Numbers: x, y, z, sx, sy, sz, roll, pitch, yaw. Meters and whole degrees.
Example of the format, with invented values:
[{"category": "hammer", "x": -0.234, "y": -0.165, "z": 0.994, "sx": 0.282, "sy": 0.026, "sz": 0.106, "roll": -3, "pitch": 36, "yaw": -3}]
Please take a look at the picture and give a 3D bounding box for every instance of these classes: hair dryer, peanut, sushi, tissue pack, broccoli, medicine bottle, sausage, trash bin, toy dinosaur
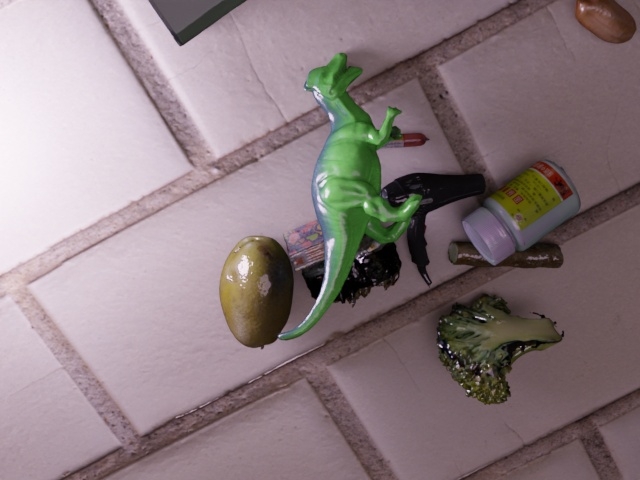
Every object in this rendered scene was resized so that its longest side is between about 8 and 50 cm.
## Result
[{"category": "hair dryer", "x": 0.246, "y": -0.025, "z": 1.781, "sx": 0.235, "sy": 0.091, "sz": 0.272, "roll": -9, "pitch": 118, "yaw": -14}, {"category": "peanut", "x": 0.582, "y": -0.455, "z": 1.661, "sx": 0.152, "sy": 0.076, "sz": 0.076, "roll": 28, "pitch": 104, "yaw": -20}, {"category": "sushi", "x": 0.072, "y": 0.068, "z": 1.747, "sx": 0.212, "sy": 0.147, "sz": 0.115, "roll": -23, "pitch": 111, "yaw": 0}, {"category": "tissue pack", "x": 0.000, "y": 0.000, "z": 1.734, "sx": 0.148, "sy": 0.108, "sz": 0.060, "roll": -22, "pitch": 114, "yaw": 0}, {"category": "broccoli", "x": 0.392, "y": 0.257, "z": 1.819, "sx": 0.273, "sy": 0.242, "sz": 0.180, "roll": -2, "pitch": 131, "yaw": 1}, {"category": "medicine bottle", "x": 0.428, "y": -0.059, "z": 1.731, "sx": 0.225, "sy": 0.139, "sz": 0.139, "roll": -35, "pitch": 109, "yaw": -2}, {"category": "sausage", "x": 0.122, "y": -0.209, "z": 1.718, "sx": 0.223, "sy": 0.029, "sz": 0.029, "roll": -3, "pitch": 109, "yaw": -5}, {"category": "trash bin", "x": -0.159, "y": -0.517, "z": 1.486, "sx": 0.343, "sy": 0.223, "sz": 0.158, "roll": -31, "pitch": 109, "yaw": 2}, {"category": "toy dinosaur", "x": -0.011, "y": -0.091, "z": 1.617, "sx": 0.500, "sy": 0.144, "sz": 0.374, "roll": -44, "pitch": 87, "yaw": -4}]

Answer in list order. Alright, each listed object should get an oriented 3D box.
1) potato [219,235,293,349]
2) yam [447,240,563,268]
[{"category": "potato", "x": -0.136, "y": 0.115, "z": 1.724, "sx": 0.159, "sy": 0.174, "sz": 0.251, "roll": -3, "pitch": 108, "yaw": -5}, {"category": "yam", "x": 0.415, "y": 0.033, "z": 1.817, "sx": 0.253, "sy": 0.061, "sz": 0.061, "roll": 2, "pitch": 109, "yaw": -7}]
